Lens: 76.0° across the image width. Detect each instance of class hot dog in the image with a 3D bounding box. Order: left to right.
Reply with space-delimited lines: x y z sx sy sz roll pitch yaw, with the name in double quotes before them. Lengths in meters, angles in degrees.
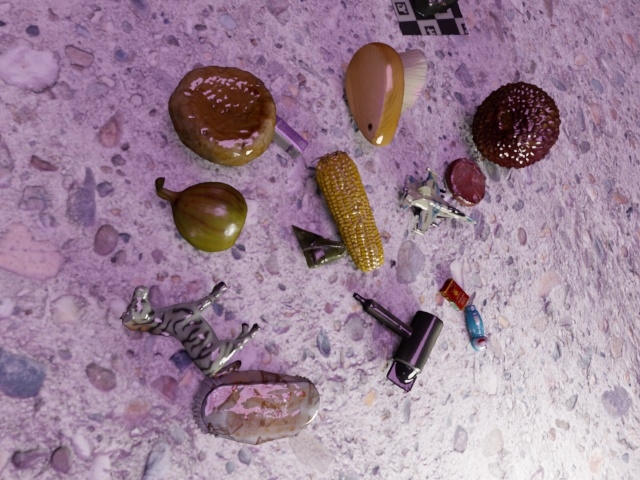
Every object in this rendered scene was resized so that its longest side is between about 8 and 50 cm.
"hot dog" -0.127 0.344 0.848 0.268 0.075 0.144 12 79 -25

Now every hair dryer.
"hair dryer" 0.167 0.227 1.022 0.248 0.078 0.195 36 67 -5

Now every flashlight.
"flashlight" 0.436 0.247 1.152 0.051 0.051 0.129 -8 77 -26

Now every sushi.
"sushi" 0.342 -0.844 1.282 0.296 0.100 0.373 -16 87 -27

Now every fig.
"fig" -0.239 -0.066 0.834 0.186 0.142 0.148 31 41 -30

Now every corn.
"corn" 0.073 -0.070 1.005 0.106 0.106 0.305 -21 93 -27

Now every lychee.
"lychee" 0.597 -0.334 1.239 0.271 0.271 0.271 5 78 -25

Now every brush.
"brush" 0.178 -0.377 1.087 0.166 0.174 0.266 -3 90 -35

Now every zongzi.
"zongzi" 0.000 0.000 0.988 0.109 0.055 0.119 -18 77 -29

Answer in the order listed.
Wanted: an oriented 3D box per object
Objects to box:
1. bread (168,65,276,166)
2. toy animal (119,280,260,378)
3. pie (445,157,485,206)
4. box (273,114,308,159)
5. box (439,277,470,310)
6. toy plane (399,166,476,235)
"bread" -0.207 -0.267 0.895 0.230 0.123 0.230 4 73 -13
"toy animal" -0.247 0.156 0.825 0.255 0.090 0.170 35 63 -8
"pie" 0.438 -0.175 1.235 0.154 0.036 0.154 5 78 -25
"box" -0.088 -0.254 0.993 0.117 0.051 0.036 40 64 -15
"box" 0.377 0.152 1.151 0.082 0.023 0.051 45 64 -12
"toy plane" 0.330 -0.090 1.148 0.262 0.088 0.192 22 77 -31
